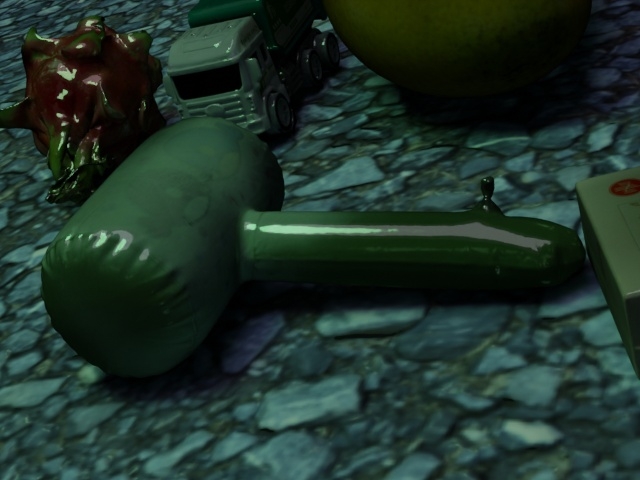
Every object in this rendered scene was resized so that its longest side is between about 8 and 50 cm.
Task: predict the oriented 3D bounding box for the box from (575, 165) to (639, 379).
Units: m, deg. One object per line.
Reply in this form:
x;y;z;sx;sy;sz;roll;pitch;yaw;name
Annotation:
0.255;-0.004;0.597;0.201;0.058;0.141;-13;28;7;box

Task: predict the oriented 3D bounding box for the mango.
0.127;-0.254;0.962;0.264;0.221;0.378;-10;37;7;mango

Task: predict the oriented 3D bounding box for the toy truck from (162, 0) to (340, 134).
-0.064;-0.188;1.055;0.114;0.124;0.253;-8;27;23;toy truck

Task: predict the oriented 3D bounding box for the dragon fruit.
-0.230;-0.117;1.020;0.137;0.135;0.235;1;50;20;dragon fruit

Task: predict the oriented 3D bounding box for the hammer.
0.000;0.000;0.701;0.336;0.118;0.206;0;34;19;hammer
